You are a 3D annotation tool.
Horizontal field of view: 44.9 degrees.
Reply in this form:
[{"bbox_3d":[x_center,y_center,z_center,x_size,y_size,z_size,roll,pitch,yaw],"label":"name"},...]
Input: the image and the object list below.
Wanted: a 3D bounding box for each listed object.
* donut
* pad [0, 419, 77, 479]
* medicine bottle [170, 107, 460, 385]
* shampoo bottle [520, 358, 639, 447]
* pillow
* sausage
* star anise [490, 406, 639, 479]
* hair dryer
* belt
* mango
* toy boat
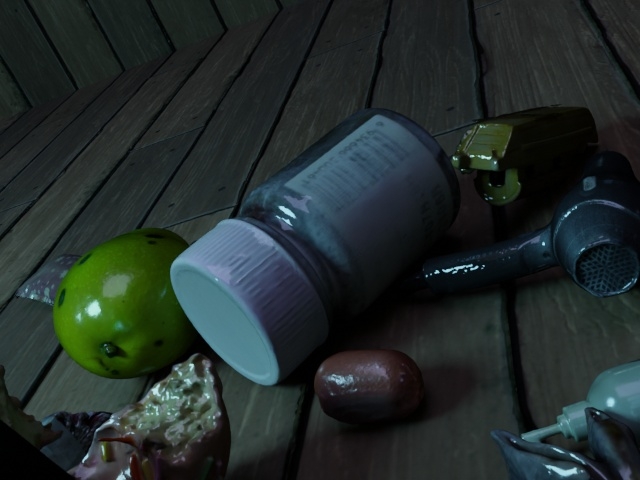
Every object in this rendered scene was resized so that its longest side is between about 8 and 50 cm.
[{"bbox_3d":[-0.174,0.180,0.560,0.233,0.199,0.085,1,29,-35],"label":"donut"},{"bbox_3d":[-0.243,0.171,0.448,0.248,0.367,0.007,-18,42,12],"label":"pad"},{"bbox_3d":[0.000,0.000,0.771,0.273,0.165,0.165,-41,30,-27],"label":"medicine bottle"},{"bbox_3d":[0.225,0.102,0.507,0.195,0.056,0.056,-20,27,8],"label":"shampoo bottle"},{"bbox_3d":[-0.362,0.055,1.118,0.185,0.043,0.118,1,34,42],"label":"pillow"},{"bbox_3d":[0.038,0.120,0.632,0.094,0.059,0.054,-8,37,26],"label":"sausage"},{"bbox_3d":[0.160,0.167,0.407,0.232,0.089,0.209,-7,24,24],"label":"star anise"},{"bbox_3d":[0.175,-0.002,0.725,0.272,0.091,0.235,-17,18,25],"label":"hair dryer"},{"bbox_3d":[-0.265,0.229,0.681,0.053,0.071,0.232,-24,19,41],"label":"belt"},{"bbox_3d":[-0.211,0.057,0.884,0.175,0.142,0.293,-24,17,-1],"label":"mango"},{"bbox_3d":[0.223,-0.092,0.812,0.068,0.088,0.226,10,19,43],"label":"toy boat"}]
